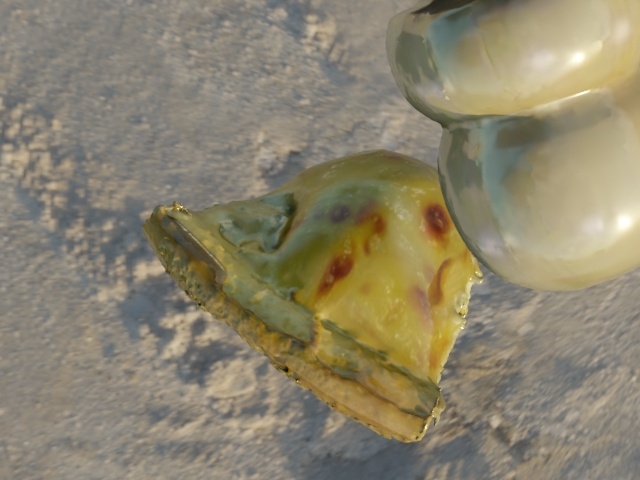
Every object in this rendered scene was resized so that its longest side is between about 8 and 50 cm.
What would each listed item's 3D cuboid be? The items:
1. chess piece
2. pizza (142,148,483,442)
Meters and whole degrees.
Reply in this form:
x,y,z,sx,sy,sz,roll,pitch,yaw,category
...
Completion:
x,y,z,sx,sy,sz,roll,pitch,yaw,category
0.070,-0.104,0.515,0.143,0.143,0.260,-14,99,17,chess piece
0.008,-0.003,0.775,0.204,0.188,0.080,28,142,4,pizza
